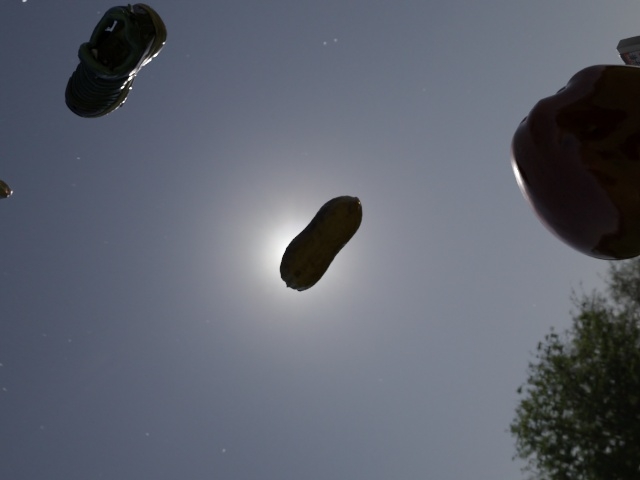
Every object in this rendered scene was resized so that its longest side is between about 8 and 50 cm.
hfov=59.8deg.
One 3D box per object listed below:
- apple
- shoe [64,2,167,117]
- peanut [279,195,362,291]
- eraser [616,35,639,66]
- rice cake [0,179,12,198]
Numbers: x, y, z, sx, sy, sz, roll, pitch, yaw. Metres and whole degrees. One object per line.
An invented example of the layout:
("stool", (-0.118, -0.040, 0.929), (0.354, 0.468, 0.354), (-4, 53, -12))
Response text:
("apple", (0.352, -0.097, 0.665), (0.234, 0.234, 0.234), (-12, -74, -49))
("shoe", (-0.326, -0.272, 0.840), (0.091, 0.207, 0.106), (47, -158, 1))
("peanut", (0.000, 0.000, 1.049), (0.214, 0.099, 0.099), (-53, -42, 2))
("eraser", (0.650, -0.360, 1.124), (0.122, 0.052, 0.029), (36, -105, -29))
("rice cake", (-0.623, -0.092, 0.861), (0.189, 0.198, 0.037), (42, -143, -53))
